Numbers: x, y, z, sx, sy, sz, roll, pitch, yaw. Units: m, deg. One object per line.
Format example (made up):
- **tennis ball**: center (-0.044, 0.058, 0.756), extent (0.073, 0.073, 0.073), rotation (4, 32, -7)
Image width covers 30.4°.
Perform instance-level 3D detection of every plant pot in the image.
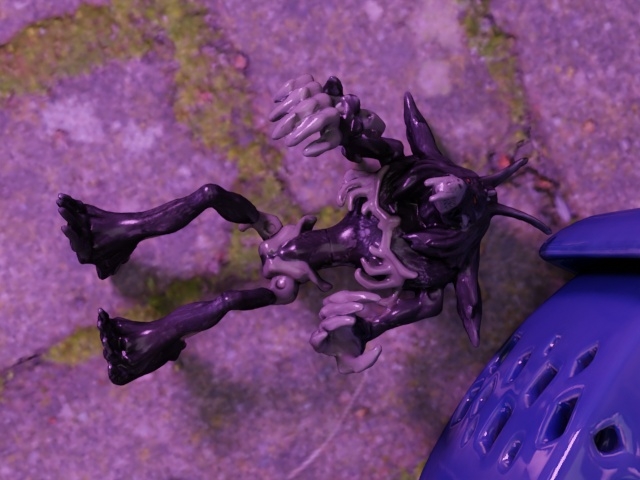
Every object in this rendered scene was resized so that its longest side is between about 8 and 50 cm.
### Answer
- **plant pot**: center (0.212, 0.108, 0.648), extent (0.236, 0.236, 0.212), rotation (23, 86, -4)

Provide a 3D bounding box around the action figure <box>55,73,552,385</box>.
- **action figure**: center (0.000, 0.000, 0.672), extent (0.275, 0.141, 0.164), rotation (-15, 83, -1)
